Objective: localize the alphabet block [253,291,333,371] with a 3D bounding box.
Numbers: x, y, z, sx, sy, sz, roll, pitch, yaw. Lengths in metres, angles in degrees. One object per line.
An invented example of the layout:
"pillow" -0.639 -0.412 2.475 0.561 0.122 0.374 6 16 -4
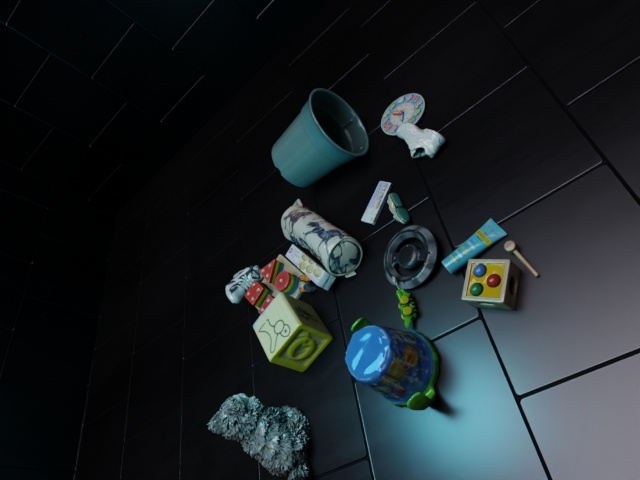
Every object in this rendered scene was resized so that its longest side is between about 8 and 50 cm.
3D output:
"alphabet block" -0.107 0.346 1.779 0.192 0.193 0.197 -52 41 12

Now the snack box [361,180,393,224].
"snack box" 0.225 -0.150 1.867 0.064 0.022 0.178 20 82 51

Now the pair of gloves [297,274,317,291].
"pair of gloves" -0.054 0.175 1.929 0.010 0.074 0.083 105 159 -50

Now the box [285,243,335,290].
"box" -0.046 0.105 1.934 0.067 0.063 0.324 -56 33 3

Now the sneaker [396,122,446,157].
"sneaker" 0.363 -0.379 1.814 0.232 0.090 0.115 33 96 51

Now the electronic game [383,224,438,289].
"electronic game" 0.309 0.057 1.632 0.229 0.048 0.230 -25 56 42

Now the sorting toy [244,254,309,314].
"sorting toy" -0.201 0.206 2.041 0.256 0.089 0.257 -57 40 3

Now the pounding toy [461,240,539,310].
"pounding toy" 0.522 0.088 1.359 0.181 0.094 0.206 -2 66 46

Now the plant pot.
"plant pot" -0.020 -0.425 2.078 0.334 0.341 0.341 -35 45 39

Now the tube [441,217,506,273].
"tube" 0.479 0.022 1.486 0.207 0.052 0.080 -42 52 11

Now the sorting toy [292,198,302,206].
"sorting toy" -0.111 -0.154 2.225 0.062 0.012 0.083 -46 41 16

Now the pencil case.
"pencil case" 0.000 0.000 1.908 0.159 0.184 0.410 -35 38 -15

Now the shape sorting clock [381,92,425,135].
"shape sorting clock" 0.340 -0.527 1.961 0.206 0.040 0.206 -24 52 35

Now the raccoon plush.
"raccoon plush" -0.170 0.675 1.562 0.446 0.299 0.216 28 88 50

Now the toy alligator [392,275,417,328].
"toy alligator" 0.285 0.200 1.568 0.051 0.056 0.190 -8 58 -4

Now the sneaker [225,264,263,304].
"sneaker" -0.337 0.187 2.157 0.153 0.094 0.235 -35 12 18

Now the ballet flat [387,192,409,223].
"ballet flat" 0.290 -0.109 1.764 0.168 0.057 0.052 -102 28 -43

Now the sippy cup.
"sippy cup" 0.203 0.363 1.424 0.305 0.224 0.240 -2 66 45
